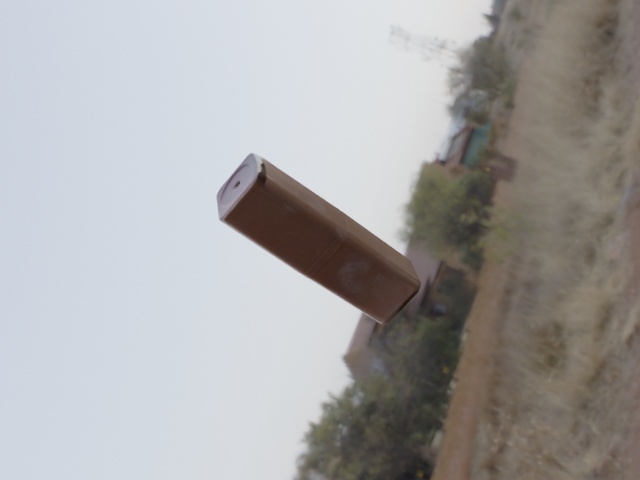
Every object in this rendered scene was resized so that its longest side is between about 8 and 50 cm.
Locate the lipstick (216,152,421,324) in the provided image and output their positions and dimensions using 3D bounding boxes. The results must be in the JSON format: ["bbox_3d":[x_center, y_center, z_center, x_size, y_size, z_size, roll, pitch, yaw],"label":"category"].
[{"bbox_3d":[0.000,0.000,0.623,0.045,0.145,0.045,-49,26,16],"label":"lipstick"}]
